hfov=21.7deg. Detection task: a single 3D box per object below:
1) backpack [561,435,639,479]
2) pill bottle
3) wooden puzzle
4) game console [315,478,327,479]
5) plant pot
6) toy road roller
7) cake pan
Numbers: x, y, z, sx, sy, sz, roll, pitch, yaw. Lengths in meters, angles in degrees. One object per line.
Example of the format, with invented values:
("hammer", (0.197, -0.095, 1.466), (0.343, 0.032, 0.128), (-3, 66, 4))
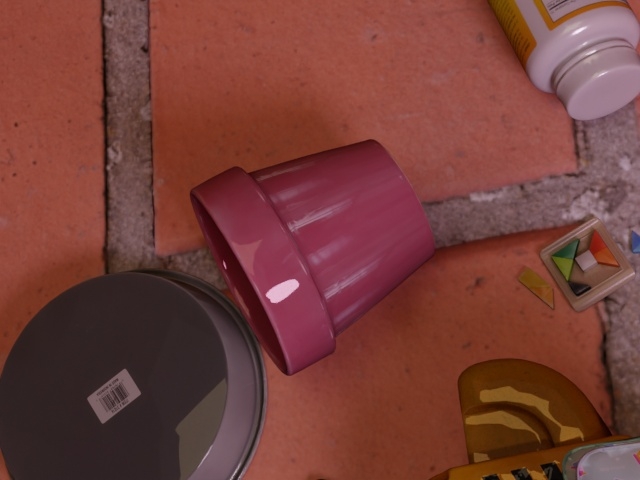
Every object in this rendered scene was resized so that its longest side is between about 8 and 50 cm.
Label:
("backpack", (0.261, 0.228, 1.188), (0.166, 0.144, 0.188), (-10, 70, 10))
("pill bottle", (0.231, -0.225, 1.613), (0.117, 0.117, 0.215), (-27, 64, 8))
("wooden puzzle", (0.249, 0.022, 1.571), (0.116, 0.014, 0.078), (-39, 63, 2))
("game console", (0.022, 0.286, 1.513), (0.144, 0.085, 0.124), (18, 78, 24))
("plant pot", (0.000, 0.000, 1.581), (0.180, 0.201, 0.201), (-28, 62, -8))
("toy road roller", (0.236, 0.212, 1.397), (0.329, 0.202, 0.240), (-14, 66, 15))
("cake pan", (-0.198, 0.159, 1.659), (0.293, 0.054, 0.293), (-7, 68, 17))
